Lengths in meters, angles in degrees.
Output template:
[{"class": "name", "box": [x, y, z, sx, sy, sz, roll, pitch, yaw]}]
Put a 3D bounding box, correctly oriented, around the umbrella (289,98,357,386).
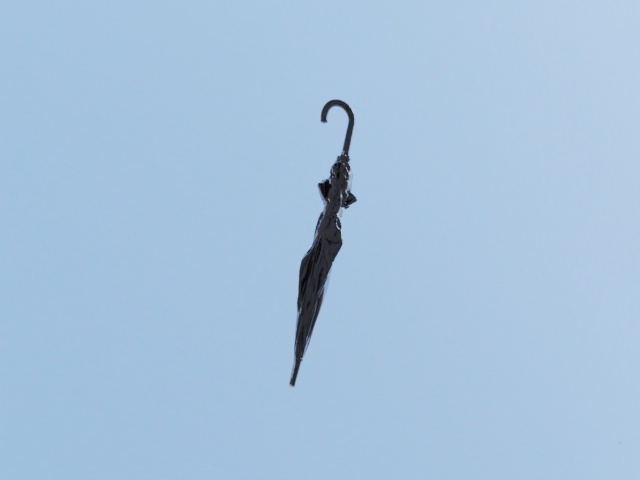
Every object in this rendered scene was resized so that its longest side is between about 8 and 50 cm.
[{"class": "umbrella", "box": [0.003, 0.001, 0.588, 0.022, 0.013, 0.122, 15, -104, -27]}]
